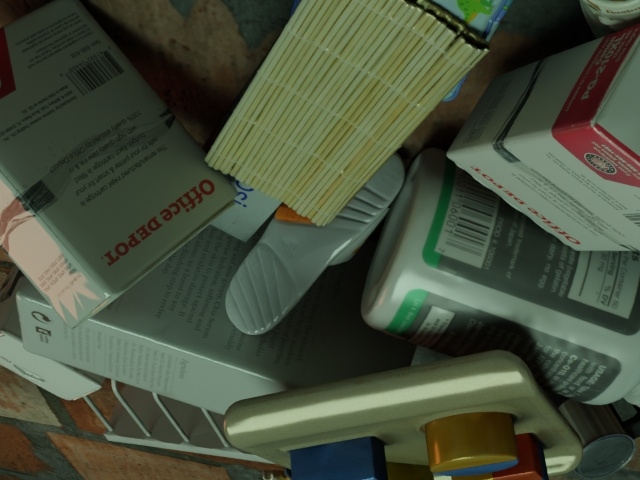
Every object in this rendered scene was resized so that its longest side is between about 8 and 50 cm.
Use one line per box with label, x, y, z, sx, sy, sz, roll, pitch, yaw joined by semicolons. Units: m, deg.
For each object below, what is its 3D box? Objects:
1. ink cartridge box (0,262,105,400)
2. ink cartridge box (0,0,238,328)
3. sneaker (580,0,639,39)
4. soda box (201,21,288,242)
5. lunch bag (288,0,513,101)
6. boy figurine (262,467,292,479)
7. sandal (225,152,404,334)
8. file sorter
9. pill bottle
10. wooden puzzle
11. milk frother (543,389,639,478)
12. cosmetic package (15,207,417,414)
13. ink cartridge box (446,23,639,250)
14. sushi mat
ink cartridge box;-0.340;0.081;1.345;0.158;0.217;0.092;36;142;-27
ink cartridge box;-0.248;-0.079;1.005;0.273;0.197;0.114;50;141;-3
sneaker;0.241;-0.188;0.780;0.106;0.123;0.290;-11;139;33
soda box;-0.053;-0.109;1.053;0.098;0.091;0.286;28;145;-13
lunch bag;0.071;-0.224;0.837;0.176;0.090;0.219;23;145;-5
boy figurine;-0.024;0.467;1.888;0.177;0.092;0.285;12;143;4
sandal;-0.008;-0.007;1.125;0.102;0.265;0.076;45;-167;16
file sorter;-0.185;0.182;1.452;0.278;0.192;0.173;3;141;20
pill bottle;0.242;0.053;1.056;0.361;0.204;0.204;20;147;-4
wooden puzzle;0.107;0.238;1.098;0.322;0.080;0.348;-13;150;18
milk frother;0.343;0.206;1.296;0.129;0.134;0.143;-41;127;15
cosmetic package;-0.111;0.079;1.232;0.453;0.230;0.161;19;148;-1
ink cartridge box;0.241;-0.073;0.838;0.172;0.100;0.237;34;169;-15
sushi mat;0.010;-0.120;0.911;0.151;0.019;0.316;27;145;-11
